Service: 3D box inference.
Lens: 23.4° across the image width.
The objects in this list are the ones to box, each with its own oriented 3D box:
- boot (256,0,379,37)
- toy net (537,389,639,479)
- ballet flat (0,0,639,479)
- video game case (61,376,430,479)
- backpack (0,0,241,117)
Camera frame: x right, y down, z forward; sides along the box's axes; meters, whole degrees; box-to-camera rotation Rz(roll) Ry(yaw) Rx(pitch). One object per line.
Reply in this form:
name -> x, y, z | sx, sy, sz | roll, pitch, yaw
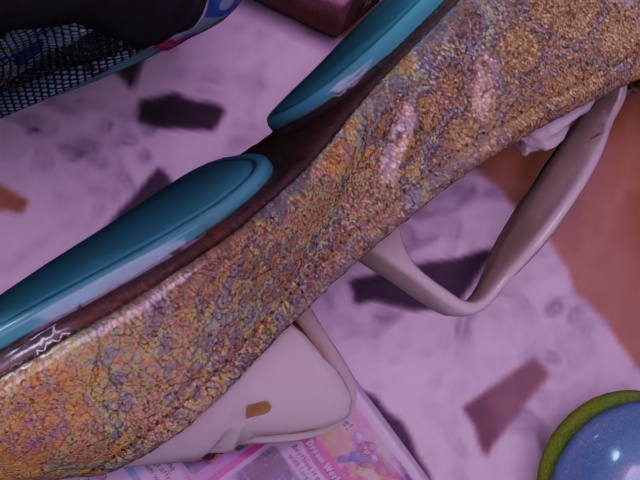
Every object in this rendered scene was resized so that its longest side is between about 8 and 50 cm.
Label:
boot -> -0.035, -0.097, 0.609 | 0.114, 0.037, 0.106 | 21, 82, -7
toy net -> 0.063, 0.160, 0.576 | 0.232, 0.045, 0.122 | -32, 112, -7
ballet flat -> 0.000, 0.000, 0.545 | 0.348, 0.123, 0.123 | -40, 87, -18
video game case -> -0.048, 0.089, 0.585 | 0.143, 0.019, 0.157 | -36, 85, -10
backpack -> -0.161, -0.130, 0.512 | 0.254, 0.191, 0.225 | -20, 81, 31
